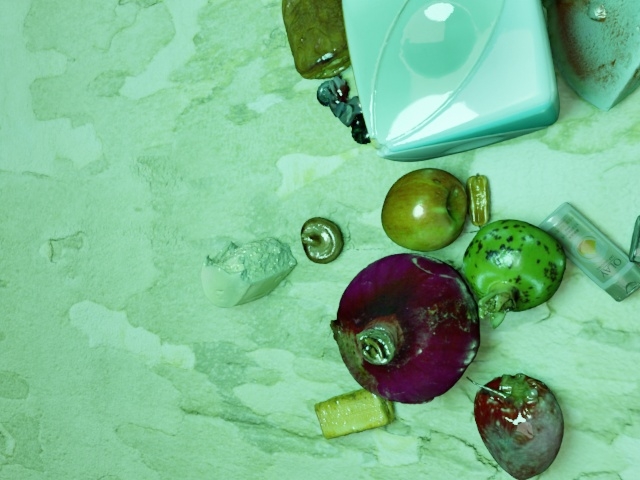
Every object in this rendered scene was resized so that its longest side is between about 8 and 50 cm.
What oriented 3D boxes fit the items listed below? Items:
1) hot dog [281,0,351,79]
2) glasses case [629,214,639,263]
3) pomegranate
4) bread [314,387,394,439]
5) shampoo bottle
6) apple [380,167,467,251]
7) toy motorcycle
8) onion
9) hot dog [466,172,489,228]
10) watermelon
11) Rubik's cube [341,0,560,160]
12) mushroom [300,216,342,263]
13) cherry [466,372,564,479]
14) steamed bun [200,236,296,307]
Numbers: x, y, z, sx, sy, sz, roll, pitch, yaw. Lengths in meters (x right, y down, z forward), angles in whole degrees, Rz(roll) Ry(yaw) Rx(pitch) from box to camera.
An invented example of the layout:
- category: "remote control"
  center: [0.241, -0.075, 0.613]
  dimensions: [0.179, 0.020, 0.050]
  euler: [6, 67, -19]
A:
- category: "hot dog"
  center: [-0.004, -0.530, 1.271]
  dimensions: [0.196, 0.122, 0.272]
  euler: [-25, 69, 24]
- category: "glasses case"
  center: [0.779, 0.029, 0.997]
  dimensions: [0.299, 0.060, 0.114]
  euler: [13, 68, 22]
- category: "pomegranate"
  center: [0.404, 0.072, 1.088]
  dimensions: [0.211, 0.263, 0.211]
  euler: [17, 138, 16]
- category: "bread"
  center: [0.089, 0.453, 1.350]
  dimensions: [0.211, 0.083, 0.113]
  euler: [-23, 81, 24]
- category: "shampoo bottle"
  center: [0.581, 0.024, 1.100]
  dimensions: [0.086, 0.056, 0.227]
  euler: [-46, 77, 16]
- category: "apple"
  center: [0.234, -0.067, 1.176]
  dimensions: [0.196, 0.196, 0.195]
  euler: [3, 97, 24]
- category: "toy motorcycle"
  center: [0.080, -0.341, 1.271]
  dimensions: [0.122, 0.082, 0.213]
  euler: [-46, 68, 15]
- category: "onion"
  center: [0.173, 0.200, 1.121]
  dimensions: [0.348, 0.385, 0.347]
  euler: [0, 91, 24]
- category: "hot dog"
  center: [0.367, -0.092, 1.197]
  dimensions: [0.057, 0.041, 0.133]
  euler: [-3, 87, 24]
- category: "watermelon"
  center: [0.567, -0.399, 0.977]
  dimensions: [0.320, 0.214, 0.289]
  euler: [12, 102, 11]
- category: "Rubik's cube"
  center: [0.272, -0.362, 1.037]
  dimensions: [0.352, 0.352, 0.347]
  euler: [-12, 90, 22]
- category: "mushroom"
  center: [0.000, 0.000, 1.344]
  dimensions: [0.109, 0.085, 0.126]
  euler: [-5, 92, -11]
- category: "cherry"
  center: [0.440, 0.418, 1.141]
  dimensions: [0.192, 0.175, 0.249]
  euler: [-3, 96, 34]
- category: "steamed bun"
  center: [-0.208, 0.072, 1.364]
  dimensions: [0.200, 0.225, 0.170]
  euler: [-41, 78, 24]
